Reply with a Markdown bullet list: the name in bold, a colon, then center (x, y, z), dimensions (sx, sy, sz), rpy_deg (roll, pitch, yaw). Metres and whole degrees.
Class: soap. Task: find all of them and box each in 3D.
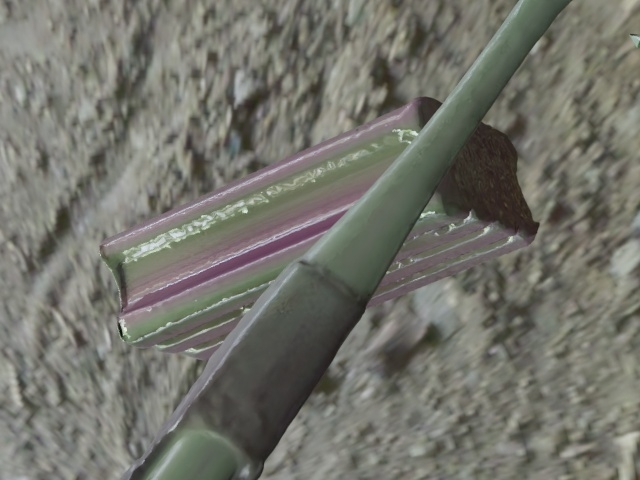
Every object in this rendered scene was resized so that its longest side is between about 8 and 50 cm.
- **soap**: center (0.000, 0.000, 1.017), dimensions (0.203, 0.122, 0.065), rpy_deg (-23, 72, 22)

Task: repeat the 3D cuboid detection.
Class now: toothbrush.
- **toothbrush**: center (-0.020, 0.037, 0.428), dimensions (0.024, 0.029, 0.354), rpy_deg (37, 85, -15)

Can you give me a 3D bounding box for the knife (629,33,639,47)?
- **knife**: center (0.300, -0.105, 1.493), dimensions (0.022, 0.026, 0.184), rpy_deg (-20, 58, -33)
